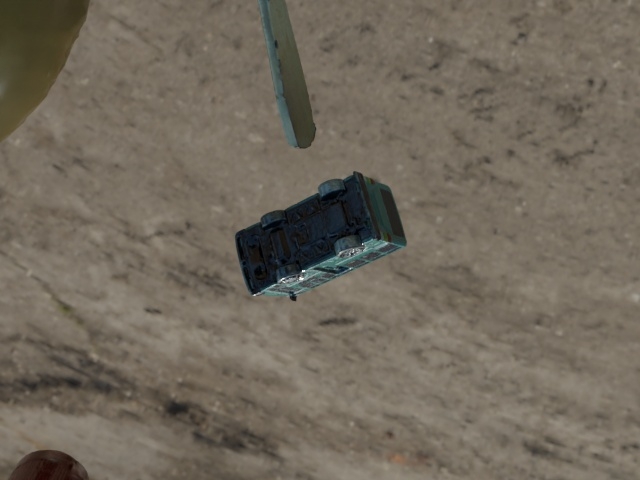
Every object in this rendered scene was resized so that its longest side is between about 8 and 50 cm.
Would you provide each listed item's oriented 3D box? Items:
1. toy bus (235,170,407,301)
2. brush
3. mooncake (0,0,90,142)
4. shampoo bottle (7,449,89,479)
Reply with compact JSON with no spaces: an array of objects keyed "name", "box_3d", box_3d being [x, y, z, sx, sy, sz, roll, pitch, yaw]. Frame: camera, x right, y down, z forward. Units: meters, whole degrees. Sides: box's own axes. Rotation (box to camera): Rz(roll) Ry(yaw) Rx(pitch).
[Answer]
[{"name":"toy bus","box_3d":[0.000,0.000,1.082,0.160,0.079,0.091,-26,159,27]},{"name":"brush","box_3d":[-0.052,-0.243,1.002,0.020,0.085,0.337,2,117,31]},{"name":"mooncake","box_3d":[-0.256,-0.159,0.498,0.284,0.155,0.284,5,103,24]},{"name":"shampoo bottle","box_3d":[-0.240,0.272,0.776,0.076,0.314,0.118,-25,111,12]}]
